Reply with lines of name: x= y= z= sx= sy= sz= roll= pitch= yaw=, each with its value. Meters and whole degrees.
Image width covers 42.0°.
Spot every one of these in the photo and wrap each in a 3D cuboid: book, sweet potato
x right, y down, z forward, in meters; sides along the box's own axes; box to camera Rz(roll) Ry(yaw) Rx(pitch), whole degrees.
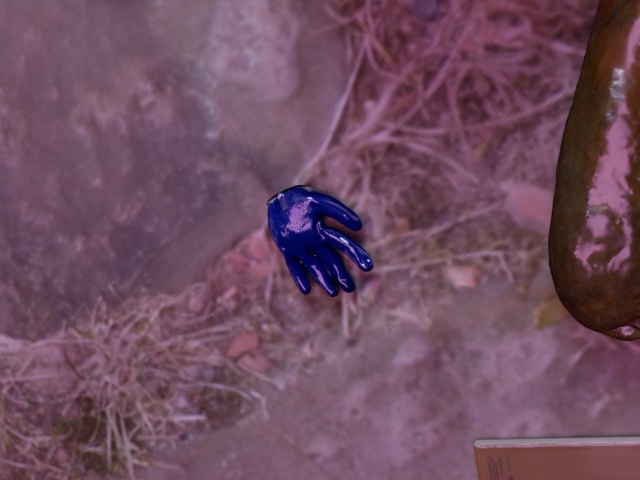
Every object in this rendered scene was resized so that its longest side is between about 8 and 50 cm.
book: x=0.197 y=0.190 z=0.569 sx=0.172 sy=0.012 sz=0.118 roll=-6 pitch=100 yaw=21
sweet potato: x=0.181 y=-0.076 z=0.483 sx=0.075 sy=0.075 sz=0.273 roll=11 pitch=102 yaw=17

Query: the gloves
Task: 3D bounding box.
gloves: x=0.000 y=0.000 z=0.586 sx=0.064 sy=0.026 sz=0.086 roll=-25 pitch=93 yaw=21
